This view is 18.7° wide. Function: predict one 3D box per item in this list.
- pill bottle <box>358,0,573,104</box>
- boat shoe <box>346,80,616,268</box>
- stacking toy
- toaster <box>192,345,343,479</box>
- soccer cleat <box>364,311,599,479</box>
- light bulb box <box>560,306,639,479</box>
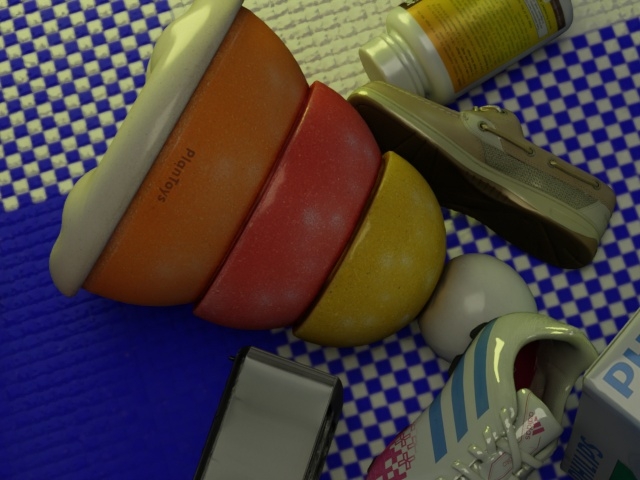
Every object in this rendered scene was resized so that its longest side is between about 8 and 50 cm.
[{"bbox_3d":[0.152,-0.223,2.065,0.215,0.117,0.117,-32,73,-7],"label":"pill bottle"},{"bbox_3d":[0.166,-0.086,2.015,0.302,0.109,0.098,30,64,-3],"label":"boat shoe"},{"bbox_3d":[0.000,0.000,1.951,0.480,0.350,0.351,30,76,-6],"label":"stacking toy"},{"bbox_3d":[-0.051,0.196,1.920,0.110,0.168,0.186,17,75,6],"label":"toaster"},{"bbox_3d":[0.141,0.201,1.808,0.116,0.143,0.331,44,67,-28],"label":"soccer cleat"},{"bbox_3d":[0.432,0.200,1.784,0.361,0.358,0.225,38,77,15],"label":"light bulb box"}]
